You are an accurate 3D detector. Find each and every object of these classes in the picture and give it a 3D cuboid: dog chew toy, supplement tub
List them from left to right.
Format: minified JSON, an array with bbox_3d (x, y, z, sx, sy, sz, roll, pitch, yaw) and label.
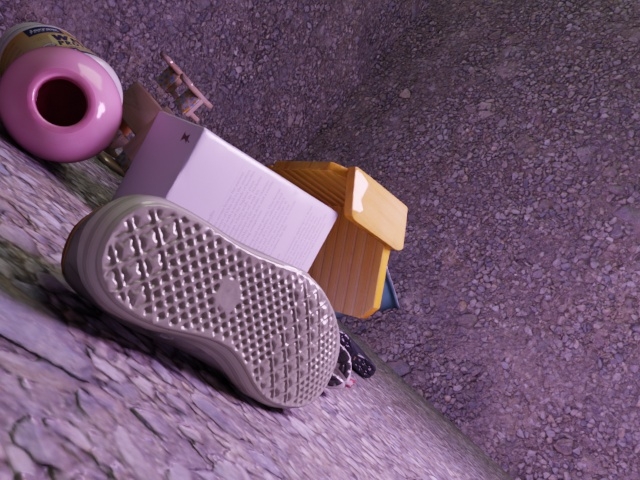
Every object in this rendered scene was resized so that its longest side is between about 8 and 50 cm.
[{"bbox_3d":[-0.679,-0.415,1.469,0.316,0.228,0.228,39,-3,33],"label":"supplement tub"},{"bbox_3d":[-0.501,-0.253,1.108,0.207,0.206,0.332,41,-10,-23],"label":"dog chew toy"}]

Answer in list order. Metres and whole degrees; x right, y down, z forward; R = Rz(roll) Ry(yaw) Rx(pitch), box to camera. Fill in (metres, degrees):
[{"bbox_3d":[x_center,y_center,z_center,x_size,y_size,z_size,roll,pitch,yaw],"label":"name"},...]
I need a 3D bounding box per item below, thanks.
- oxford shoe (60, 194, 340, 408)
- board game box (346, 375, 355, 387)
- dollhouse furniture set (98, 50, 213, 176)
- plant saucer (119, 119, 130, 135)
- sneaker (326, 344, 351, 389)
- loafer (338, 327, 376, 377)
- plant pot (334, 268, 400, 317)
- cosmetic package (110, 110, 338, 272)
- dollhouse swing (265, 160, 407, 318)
[{"bbox_3d":[-0.115,0.081,0.688,0.130,0.169,0.449,10,-21,38],"label":"oxford shoe"},{"bbox_3d":[-0.039,0.255,1.430,0.281,0.027,0.145,39,-4,34],"label":"board game box"},{"bbox_3d":[-0.518,-0.353,1.721,0.394,0.362,0.256,48,1,26],"label":"dollhouse furniture set"},{"bbox_3d":[-0.707,-0.395,1.887,0.037,0.200,0.200,53,5,35],"label":"plant saucer"},{"bbox_3d":[-0.060,0.195,1.127,0.279,0.107,0.118,43,-19,13],"label":"sneaker"},{"bbox_3d":[0.085,0.353,1.832,0.223,0.076,0.078,45,-8,-12],"label":"loafer"},{"bbox_3d":[0.070,0.129,2.005,0.341,0.334,0.341,-19,90,-86],"label":"plant pot"},{"bbox_3d":[-0.185,-0.060,1.228,0.162,0.230,0.453,28,-1,39],"label":"cosmetic package"},{"bbox_3d":[0.000,0.000,1.502,0.347,0.304,0.315,10,-16,47],"label":"dollhouse swing"}]
